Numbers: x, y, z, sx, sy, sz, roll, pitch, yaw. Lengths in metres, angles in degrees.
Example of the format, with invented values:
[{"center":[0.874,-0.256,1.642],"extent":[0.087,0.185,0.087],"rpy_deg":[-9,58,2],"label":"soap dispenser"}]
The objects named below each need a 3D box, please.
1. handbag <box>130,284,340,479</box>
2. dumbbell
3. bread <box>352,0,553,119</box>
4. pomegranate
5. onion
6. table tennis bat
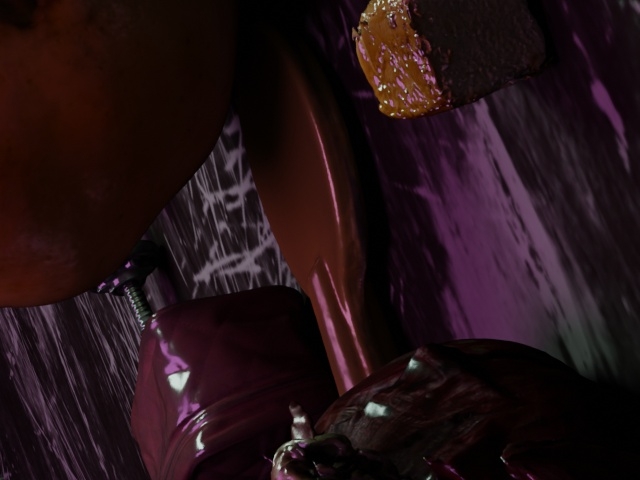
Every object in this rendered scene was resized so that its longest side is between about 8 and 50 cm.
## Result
[{"center":[-0.063,0.141,1.482],"extent":[0.225,0.146,0.135],"rpy_deg":[106,144,-56],"label":"handbag"},{"center":[-0.210,-0.023,1.821],"extent":[0.254,0.081,0.081],"rpy_deg":[64,160,18],"label":"dumbbell"},{"center":[0.066,-0.108,0.986],"extent":[0.070,0.083,0.077],"rpy_deg":[-4,109,61],"label":"bread"},{"center":[-0.245,-0.158,1.326],"extent":[0.411,0.411,0.411],"rpy_deg":[53,154,40],"label":"pomegranate"},{"center":[0.090,0.158,1.000],"extent":[0.221,0.281,0.281],"rpy_deg":[-56,48,25],"label":"onion"},{"center":[0.000,0.000,1.325],"extent":[0.198,0.050,0.321],"rpy_deg":[129,123,-69],"label":"table tennis bat"}]
